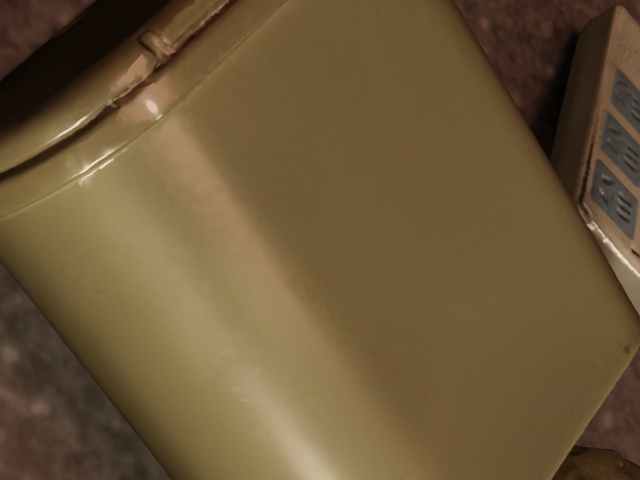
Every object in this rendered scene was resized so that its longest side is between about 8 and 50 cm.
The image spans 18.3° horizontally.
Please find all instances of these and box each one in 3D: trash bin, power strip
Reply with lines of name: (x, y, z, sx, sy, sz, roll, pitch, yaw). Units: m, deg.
trash bin: (0.000, 0.000, 0.782, 0.247, 0.121, 0.243, 56, 47, -14)
power strip: (0.148, -0.037, 0.958, 0.081, 0.035, 0.192, 44, 37, -20)

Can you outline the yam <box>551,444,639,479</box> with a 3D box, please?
yam: (0.118, 0.244, 0.790, 0.133, 0.133, 0.330, 9, 67, -40)
